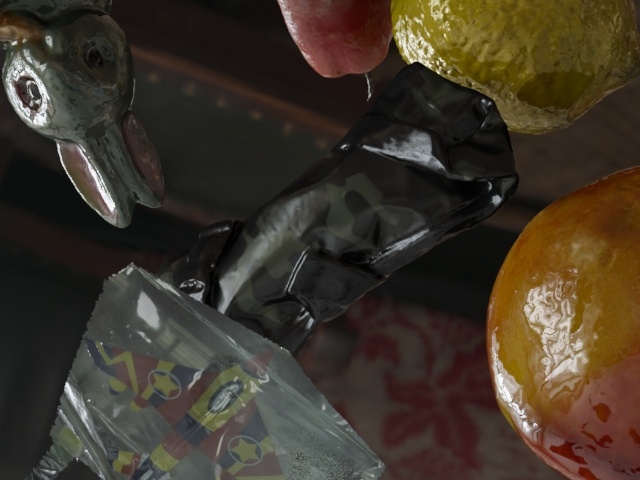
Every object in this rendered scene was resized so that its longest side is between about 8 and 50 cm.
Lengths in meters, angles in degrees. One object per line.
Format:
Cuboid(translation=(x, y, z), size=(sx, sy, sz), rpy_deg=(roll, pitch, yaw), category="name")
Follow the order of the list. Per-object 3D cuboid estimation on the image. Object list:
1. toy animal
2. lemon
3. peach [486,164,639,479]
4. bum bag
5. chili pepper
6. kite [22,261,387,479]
Cuboid(translation=(-0.159, -0.131, 1.225), size=(0.236, 0.138, 0.108), rpy_deg=(57, 177, 11), category="toy animal")
Cuboid(translation=(0.153, -0.175, 1.585), size=(0.193, 0.180, 0.180), rpy_deg=(6, 162, -24), category="lemon")
Cuboid(translation=(0.260, 0.064, 1.490), size=(0.281, 0.281, 0.238), rpy_deg=(20, -177, -6), category="peach")
Cuboid(translation=(0.000, 0.000, 1.528), size=(0.340, 0.144, 0.095), rpy_deg=(-39, 144, 11), category="bum bag")
Cuboid(translation=(0.020, -0.182, 1.677), size=(0.086, 0.084, 0.192), rpy_deg=(6, 144, 24), category="chili pepper")
Cuboid(translation=(-0.083, 0.110, 0.885), size=(0.141, 0.015, 0.245), rpy_deg=(41, 131, -4), category="kite")
